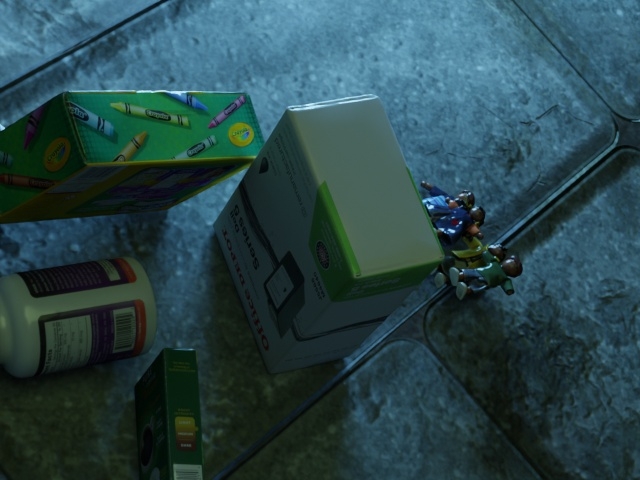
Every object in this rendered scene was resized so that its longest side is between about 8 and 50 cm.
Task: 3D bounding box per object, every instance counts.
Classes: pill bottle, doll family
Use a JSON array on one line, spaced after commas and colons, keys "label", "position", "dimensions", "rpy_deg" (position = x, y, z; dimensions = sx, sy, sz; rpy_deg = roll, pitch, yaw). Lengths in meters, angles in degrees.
[{"label": "pill bottle", "position": [-0.275, 0.081, 1.494], "dimensions": [0.193, 0.108, 0.108], "rpy_deg": [-9, 68, -29]}, {"label": "doll family", "position": [0.173, -0.004, 1.774], "dimensions": [0.111, 0.076, 0.193], "rpy_deg": [-17, 69, -26]}]

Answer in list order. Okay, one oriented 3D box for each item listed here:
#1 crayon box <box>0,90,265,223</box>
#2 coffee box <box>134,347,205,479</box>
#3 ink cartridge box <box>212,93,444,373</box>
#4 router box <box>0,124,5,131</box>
[{"label": "crayon box", "position": [-0.208, -0.088, 1.523], "dimensions": [0.278, 0.165, 0.081], "rpy_deg": [-7, 76, -53]}, {"label": "coffee box", "position": [-0.153, 0.213, 1.479], "dimensions": [0.040, 0.113, 0.184], "rpy_deg": [4, 61, -22]}, {"label": "ink cartridge box", "position": [0.000, 0.000, 1.568], "dimensions": [0.114, 0.273, 0.198], "rpy_deg": [-12, 69, -27]}, {"label": "router box", "position": [-0.496, -0.108, 1.509], "dimensions": [0.309, 0.081, 0.243], "rpy_deg": [44, 55, 2]}]
